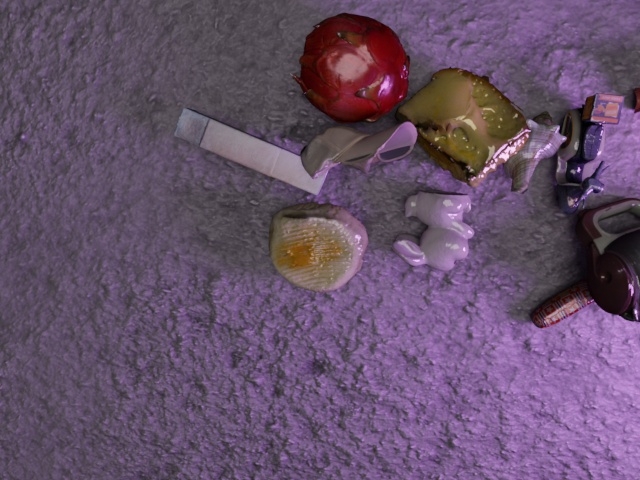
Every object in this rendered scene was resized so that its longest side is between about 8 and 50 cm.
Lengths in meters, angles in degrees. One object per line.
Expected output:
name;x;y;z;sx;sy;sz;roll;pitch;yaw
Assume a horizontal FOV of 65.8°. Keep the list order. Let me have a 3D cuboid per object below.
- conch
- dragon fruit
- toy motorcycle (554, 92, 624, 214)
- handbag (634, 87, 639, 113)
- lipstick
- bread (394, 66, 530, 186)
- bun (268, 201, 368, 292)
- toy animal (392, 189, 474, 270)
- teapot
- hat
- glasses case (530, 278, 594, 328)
conch;0.467;-0.218;1.135;0.234;0.137;0.114;-40;107;-11
dragon fruit;0.074;-0.374;1.085;0.252;0.241;0.241;32;100;-20
toy motorcycle;0.593;-0.186;1.119;0.090;0.157;0.263;7;98;4
handbag;0.826;-0.322;1.080;0.212;0.157;0.059;-5;100;5
lipstick;-0.162;-0.213;1.198;0.371;0.080;0.076;23;99;-1
bread;0.328;-0.259;1.124;0.204;0.162;0.262;-43;72;11
bun;0.000;0.000;1.190;0.243;0.153;0.244;6;118;11
toy animal;0.270;-0.030;1.179;0.178;0.127;0.193;13;101;3
teapot;0.742;0.039;1.110;0.312;0.233;0.315;-7;59;-6
hat;0.082;-0.223;1.096;0.226;0.219;0.164;-41;76;33
glasses case;0.608;0.149;1.216;0.194;0.073;0.049;-34;87;8
